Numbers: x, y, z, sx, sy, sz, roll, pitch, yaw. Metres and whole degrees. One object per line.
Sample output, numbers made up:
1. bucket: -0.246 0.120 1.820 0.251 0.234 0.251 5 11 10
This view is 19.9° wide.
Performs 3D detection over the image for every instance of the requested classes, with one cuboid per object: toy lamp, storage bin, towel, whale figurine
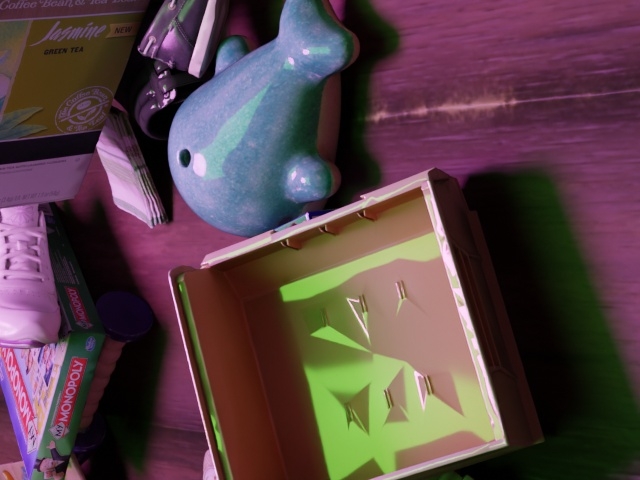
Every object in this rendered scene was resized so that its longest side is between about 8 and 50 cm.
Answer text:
1. toy lamp: -0.277 0.179 2.214 0.080 0.080 0.274 55 139 32
2. storage bin: 0.029 0.095 1.609 0.262 0.123 0.260 -21 75 21
3. towel: -0.231 -0.092 2.083 0.113 0.023 0.152 25 142 51
4. whale figurine: -0.059 -0.122 1.779 0.216 0.141 0.272 59 139 29

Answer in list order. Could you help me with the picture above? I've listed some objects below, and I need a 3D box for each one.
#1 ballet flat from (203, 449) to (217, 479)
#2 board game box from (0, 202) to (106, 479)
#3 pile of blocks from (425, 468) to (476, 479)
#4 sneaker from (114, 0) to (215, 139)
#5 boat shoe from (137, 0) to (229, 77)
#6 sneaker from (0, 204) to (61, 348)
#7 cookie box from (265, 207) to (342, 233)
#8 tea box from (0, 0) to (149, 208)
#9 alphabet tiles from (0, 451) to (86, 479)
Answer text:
1. ballet flat: -0.096 0.288 2.007 0.168 0.052 0.057 48 134 38
2. board game box: -0.338 0.116 2.222 0.317 0.046 0.213 -122 46 -55
3. pile of blocks: 0.067 0.221 1.740 0.362 0.149 0.112 28 77 38
4. sneaker: -0.154 -0.233 1.930 0.147 0.105 0.295 51 142 33
5. boat shoe: -0.119 -0.285 1.832 0.079 0.084 0.233 20 99 8
6. sneaker: -0.367 0.026 2.111 0.305 0.114 0.152 -135 55 -60
7. cookie box: 0.000 0.000 1.769 0.107 0.092 0.040 -26 74 54
8. tea box: -0.372 -0.255 1.930 0.329 0.220 0.323 58 140 30
9. alphabet tiles: -0.306 0.404 2.310 0.342 0.011 0.285 -18 98 55
